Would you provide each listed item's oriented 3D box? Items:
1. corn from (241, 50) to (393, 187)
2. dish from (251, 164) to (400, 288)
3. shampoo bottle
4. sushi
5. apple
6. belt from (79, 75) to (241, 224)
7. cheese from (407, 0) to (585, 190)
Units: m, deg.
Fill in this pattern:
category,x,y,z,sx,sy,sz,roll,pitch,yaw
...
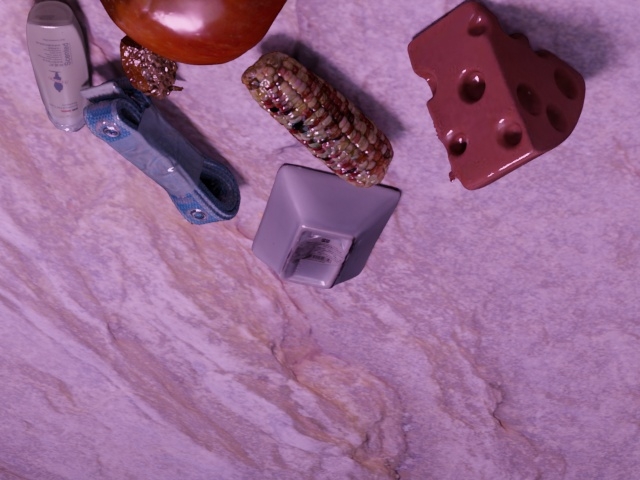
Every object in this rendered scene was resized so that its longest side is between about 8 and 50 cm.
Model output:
category,x,y,z,sx,sy,sz,roll,pitch,yaw
corn,-0.002,-0.159,1.586,0.086,0.086,0.253,-21,136,37
dish,0.000,0.000,1.835,0.182,0.080,0.243,13,146,-7
shampoo bottle,-0.333,-0.220,1.587,0.072,0.049,0.212,-2,148,-4
sushi,-0.212,-0.221,1.563,0.055,0.052,0.120,12,148,21
apple,-0.130,-0.298,1.271,0.230,0.230,0.230,5,147,3
belt,-0.212,-0.121,1.688,0.072,0.087,0.302,-5,146,32
cheese,0.227,-0.171,1.504,0.177,0.203,0.128,-5,159,-46
